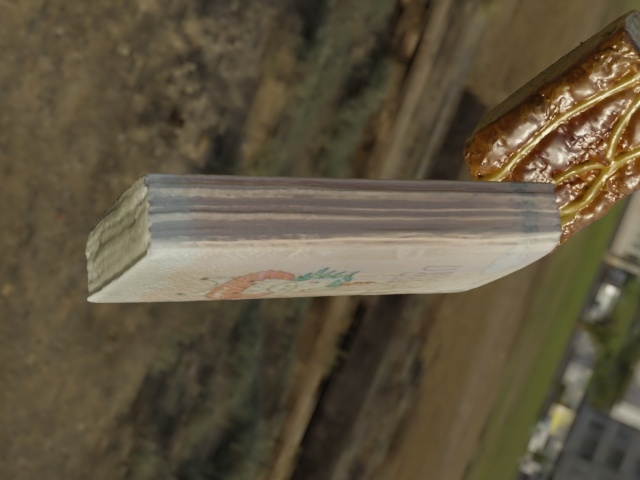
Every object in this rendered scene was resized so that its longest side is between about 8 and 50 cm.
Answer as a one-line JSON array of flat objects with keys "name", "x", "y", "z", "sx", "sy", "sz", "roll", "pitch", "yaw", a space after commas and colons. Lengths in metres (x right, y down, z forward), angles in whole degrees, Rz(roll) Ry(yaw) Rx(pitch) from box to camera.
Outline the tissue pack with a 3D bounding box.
[{"name": "tissue pack", "x": 0.000, "y": 0.000, "z": 1.362, "sx": 0.170, "sy": 0.325, "sz": 0.071, "roll": 146, "pitch": -60, "yaw": -62}]

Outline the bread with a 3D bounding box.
[{"name": "bread", "x": 0.314, "y": -0.123, "z": 2.151, "sx": 0.275, "sy": 0.184, "sz": 0.114, "roll": -35, "pitch": -174, "yaw": 34}]
